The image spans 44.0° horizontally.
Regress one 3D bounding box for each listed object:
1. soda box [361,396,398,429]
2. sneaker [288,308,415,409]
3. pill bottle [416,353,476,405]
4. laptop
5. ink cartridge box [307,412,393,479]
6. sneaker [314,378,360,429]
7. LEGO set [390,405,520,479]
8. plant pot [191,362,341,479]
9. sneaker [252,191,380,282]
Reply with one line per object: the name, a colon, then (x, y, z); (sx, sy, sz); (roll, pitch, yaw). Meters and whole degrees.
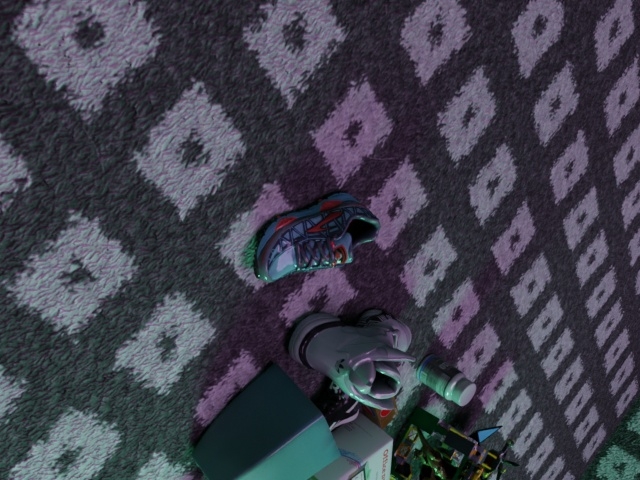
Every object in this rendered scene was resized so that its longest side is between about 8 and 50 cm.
soda box: (0.130, 0.361, 1.846); (0.061, 0.058, 0.181); (-40, 139, -21)
sneaker: (0.117, 0.246, 1.629); (0.365, 0.210, 0.138); (8, 109, -50)
pill bottle: (0.314, 0.349, 1.978); (0.078, 0.137, 0.078); (-28, 133, -34)
laptop: (0.402, 0.647, 2.210); (0.136, 0.264, 0.234); (34, 118, -20)
ink cartridge box: (0.032, 0.560, 1.826); (0.278, 0.117, 0.202); (-27, 133, -35)
sneaker: (0.009, 0.351, 1.700); (0.216, 0.079, 0.121); (-21, 126, -49)
LEGO set: (0.331, 0.583, 2.012); (0.192, 0.331, 0.255); (35, 73, -30)
plant pot: (-0.115, 0.394, 1.525); (0.234, 0.165, 0.166); (-35, 137, -16)
sneaker: (0.000, 0.000, 1.400); (0.261, 0.125, 0.104); (-33, 135, -30)
